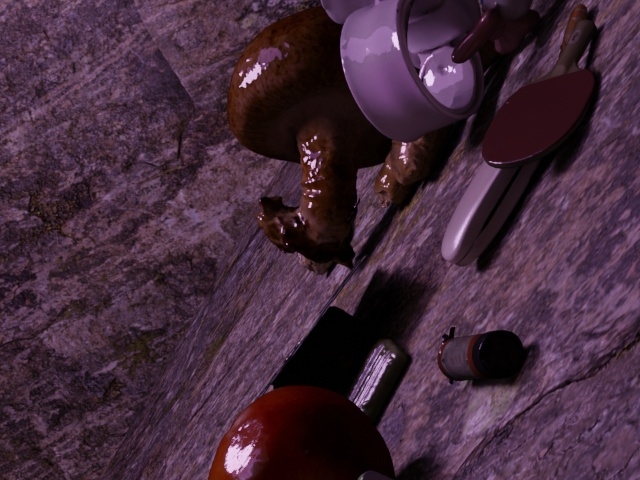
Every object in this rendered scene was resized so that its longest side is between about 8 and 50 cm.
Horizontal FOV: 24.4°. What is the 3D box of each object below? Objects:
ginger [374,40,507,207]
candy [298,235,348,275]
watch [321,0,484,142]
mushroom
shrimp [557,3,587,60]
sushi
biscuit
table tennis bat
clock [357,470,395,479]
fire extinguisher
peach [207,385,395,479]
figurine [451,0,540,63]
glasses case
[{"bbox_3d":[0.170,-0.178,2.212,0.333,0.081,0.148,-58,-5,18],"label":"ginger"},{"bbox_3d":[0.000,0.000,2.581,0.095,0.085,0.110,-91,20,-58],"label":"candy"},{"bbox_3d":[0.103,-0.263,2.069,0.196,0.244,0.231,-20,42,38],"label":"watch"},{"bbox_3d":[0.006,-0.190,2.341,0.334,0.331,0.356,-45,22,47],"label":"mushroom"},{"bbox_3d":[0.308,-0.245,1.827,0.059,0.023,0.108,115,177,-59],"label":"shrimp"},{"bbox_3d":[0.012,0.169,2.066,0.296,0.100,0.373,-53,-1,-2],"label":"sushi"},{"bbox_3d":[0.018,0.270,1.880,0.322,0.038,0.099,-61,13,5],"label":"biscuit"},{"bbox_3d":[0.268,-0.170,1.711,0.138,0.022,0.246,-9,40,45],"label":"table tennis bat"},{"bbox_3d":[0.001,0.366,1.316,0.309,0.166,0.235,-49,16,59],"label":"clock"},{"bbox_3d":[0.156,0.117,1.528,0.177,0.050,0.062,157,113,-74],"label":"fire extinguisher"},{"bbox_3d":[-0.024,0.275,1.594,0.243,0.199,0.243,22,-90,-88],"label":"peach"},{"bbox_3d":[0.299,-0.419,1.944,0.154,0.193,0.421,-16,-26,-46],"label":"figurine"},{"bbox_3d":[0.206,-0.061,1.745,0.204,0.051,0.081,-59,11,7],"label":"glasses case"}]
